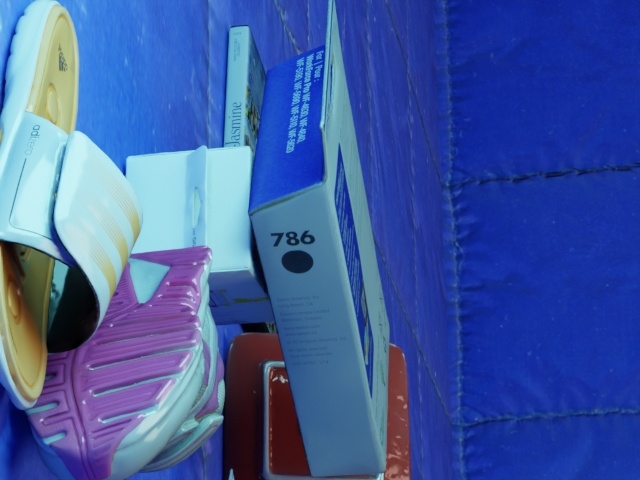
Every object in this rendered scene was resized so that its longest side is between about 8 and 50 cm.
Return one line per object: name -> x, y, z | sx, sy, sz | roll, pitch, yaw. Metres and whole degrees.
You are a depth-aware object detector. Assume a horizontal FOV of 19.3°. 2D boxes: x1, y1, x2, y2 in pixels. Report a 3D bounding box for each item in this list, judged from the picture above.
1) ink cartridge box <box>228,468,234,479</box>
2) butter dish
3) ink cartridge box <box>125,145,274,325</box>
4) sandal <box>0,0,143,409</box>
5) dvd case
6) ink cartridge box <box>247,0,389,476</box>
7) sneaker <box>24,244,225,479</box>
ink cartridge box -> -0.074, 0.309, 1.358 | 0.206, 0.045, 0.208 | -83, 166, -51
butter dish -> -0.011, 0.171, 1.603 | 0.118, 0.160, 0.160 | 121, -30, -64
ink cartridge box -> -0.082, -0.003, 1.319 | 0.143, 0.090, 0.092 | 63, 24, -68
sandal -> -0.137, -0.035, 1.033 | 0.102, 0.076, 0.265 | 73, 15, -53
dvd case -> -0.060, -0.041, 1.698 | 0.180, 0.022, 0.253 | 72, 16, -59
ink cartridge box -> 0.000, 0.000, 1.345 | 0.165, 0.065, 0.332 | -85, 169, -49
sneaker -> -0.102, 0.091, 1.108 | 0.252, 0.103, 0.111 | -68, 151, -69
